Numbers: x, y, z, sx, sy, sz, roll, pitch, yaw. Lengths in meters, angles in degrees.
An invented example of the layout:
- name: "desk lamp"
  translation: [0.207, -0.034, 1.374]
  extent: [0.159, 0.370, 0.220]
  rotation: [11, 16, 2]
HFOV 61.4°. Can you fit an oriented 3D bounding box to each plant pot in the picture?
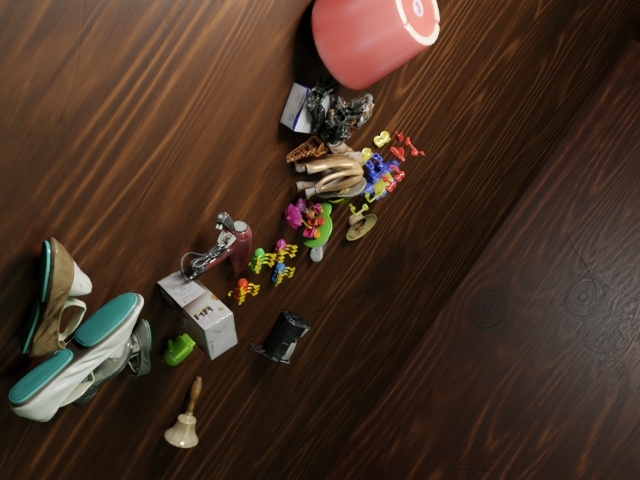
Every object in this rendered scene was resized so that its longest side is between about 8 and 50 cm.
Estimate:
- name: "plant pot"
  translation: [0.154, -0.556, 1.388]
  extent: [0.274, 0.243, 0.275]
  rotation: [10, 77, -46]

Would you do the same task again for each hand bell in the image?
- name: "hand bell"
  translation: [-0.470, 0.605, 1.946]
  extent: [0.126, 0.126, 0.242]
  rotation: [10, 100, -54]

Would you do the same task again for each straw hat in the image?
- name: "straw hat"
  translation: [0.142, -0.071, 2.083]
  extent: [0.144, 0.061, 0.145]
  rotation: [-26, 152, -15]

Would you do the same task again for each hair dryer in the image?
- name: "hair dryer"
  translation: [-0.299, 0.031, 1.618]
  extent: [0.224, 0.080, 0.293]
  rotation: [-49, 154, 1]

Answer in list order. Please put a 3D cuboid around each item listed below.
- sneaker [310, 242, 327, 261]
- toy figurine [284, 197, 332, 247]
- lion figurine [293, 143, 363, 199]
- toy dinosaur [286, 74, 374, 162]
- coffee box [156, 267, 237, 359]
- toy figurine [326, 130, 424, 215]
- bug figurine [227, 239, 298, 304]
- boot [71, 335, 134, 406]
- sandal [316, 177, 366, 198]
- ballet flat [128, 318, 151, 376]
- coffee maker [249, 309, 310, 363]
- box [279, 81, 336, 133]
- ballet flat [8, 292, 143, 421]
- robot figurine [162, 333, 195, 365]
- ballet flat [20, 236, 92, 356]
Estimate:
- name: "sneaker"
  translation: [0.000, 0.000, 1.997]
  extent: [0.065, 0.061, 0.158]
  rotation: [-49, 160, -61]
- name: "toy figurine"
  translation: [-0.049, -0.085, 1.812]
  extent: [0.159, 0.130, 0.173]
  rotation: [34, 70, -47]
- name: "lion figurine"
  translation: [0.052, -0.205, 1.643]
  extent: [0.240, 0.392, 0.142]
  rotation: [-9, 110, -9]
- name: "toy dinosaur"
  translation: [0.041, -0.322, 1.533]
  extent: [0.218, 0.164, 0.322]
  rotation: [94, 21, -64]
- name: "coffee box"
  translation: [-0.357, 0.208, 1.561]
  extent: [0.098, 0.246, 0.141]
  rotation: [-32, 141, -31]
- name: "toy figurine"
  translation: [0.209, -0.193, 1.952]
  extent: [0.362, 0.191, 0.217]
  rotation: [-45, 151, -10]
- name: "bug figurine"
  translation: [-0.187, 0.100, 1.816]
  extent: [0.279, 0.072, 0.216]
  rotation: [-22, 142, -51]
- name: "boot"
  translation: [-0.646, 0.338, 1.488]
  extent: [0.246, 0.083, 0.161]
  rotation: [-49, 137, -15]
- name: "sandal"
  translation: [0.068, -0.183, 1.822]
  extent: [0.180, 0.072, 0.049]
  rotation: [-7, 155, -2]
- name: "ballet flat"
  translation: [-0.544, 0.329, 1.607]
  extent: [0.068, 0.072, 0.213]
  rotation: [-18, 134, -36]
- name: "coffee maker"
  translation: [-0.148, 0.370, 2.082]
  extent: [0.171, 0.120, 0.178]
  rotation: [17, 106, -54]
- name: "box"
  translation: [-0.033, -0.383, 1.574]
  extent: [0.137, 0.072, 0.126]
  rotation: [-4, 124, -50]
- name: "ballet flat"
  translation: [-0.611, 0.306, 1.412]
  extent: [0.400, 0.139, 0.139]
  rotation: [-46, 147, -26]
- name: "robot figurine"
  translation: [-0.459, 0.354, 1.734]
  extent: [0.115, 0.067, 0.101]
  rotation: [-45, 154, -11]
- name: "ballet flat"
  translation: [-0.621, 0.141, 1.286]
  extent: [0.124, 0.116, 0.343]
  rotation: [6, 118, -36]
